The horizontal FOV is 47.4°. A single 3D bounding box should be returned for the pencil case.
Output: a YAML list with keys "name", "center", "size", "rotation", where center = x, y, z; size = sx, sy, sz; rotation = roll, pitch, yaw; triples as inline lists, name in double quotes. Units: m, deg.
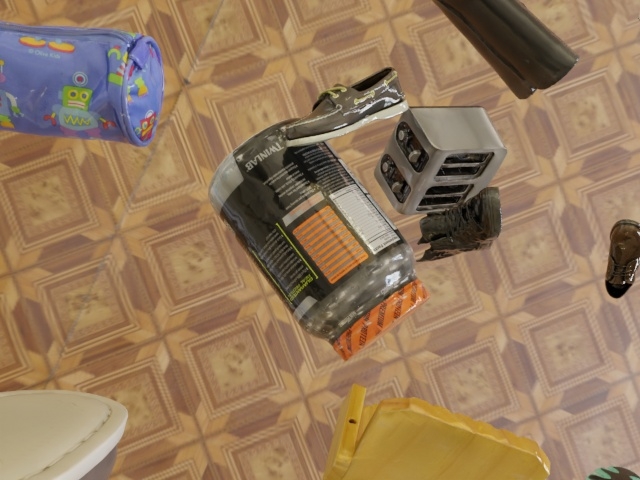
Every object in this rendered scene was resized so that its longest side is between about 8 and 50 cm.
- name: "pencil case"
  center: [-0.326, -0.182, 0.788]
  size: [0.306, 0.133, 0.119]
  rotation: [8, 50, 0]

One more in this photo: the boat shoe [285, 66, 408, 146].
- name: "boat shoe"
  center: [0.033, -0.190, 1.039]
  size: [0.227, 0.081, 0.069]
  rotation: [-27, 110, -38]

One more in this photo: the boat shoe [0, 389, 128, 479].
- name: "boat shoe"
  center: [-0.192, 0.151, 0.296]
  size: [0.116, 0.324, 0.097]
  rotation: [4, 100, 18]

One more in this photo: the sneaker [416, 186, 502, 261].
- name: "sneaker"
  center: [0.158, -0.015, 0.853]
  size: [0.089, 0.170, 0.051]
  rotation: [-2, 71, 5]

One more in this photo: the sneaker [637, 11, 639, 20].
- name: "sneaker"
  center: [0.392, -0.271, 0.767]
  size: [0.072, 0.077, 0.178]
  rotation: [26, 43, 19]

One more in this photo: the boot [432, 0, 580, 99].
- name: "boot"
  center: [0.369, -0.502, 1.534]
  size: [0.146, 0.367, 0.445]
  rotation: [-44, 98, 1]

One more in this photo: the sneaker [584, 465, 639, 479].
- name: "sneaker"
  center: [0.219, 0.228, 0.586]
  size: [0.098, 0.038, 0.069]
  rotation: [-19, 121, -30]

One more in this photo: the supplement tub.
- name: "supplement tub"
  center: [0.000, 0.000, 1.104]
  size: [0.207, 0.207, 0.338]
  rotation: [-36, 79, -5]

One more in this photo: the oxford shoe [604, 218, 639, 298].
- name: "oxford shoe"
  center: [0.671, 0.047, 1.605]
  size: [0.082, 0.227, 0.096]
  rotation: [11, 51, 27]

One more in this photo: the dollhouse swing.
- name: "dollhouse swing"
  center: [0.221, 0.348, 1.342]
  size: [0.346, 0.315, 0.305]
  rotation: [20, 119, 1]

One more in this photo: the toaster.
- name: "toaster"
  center: [0.204, -0.136, 1.225]
  size: [0.185, 0.168, 0.110]
  rotation: [-5, 55, -25]
